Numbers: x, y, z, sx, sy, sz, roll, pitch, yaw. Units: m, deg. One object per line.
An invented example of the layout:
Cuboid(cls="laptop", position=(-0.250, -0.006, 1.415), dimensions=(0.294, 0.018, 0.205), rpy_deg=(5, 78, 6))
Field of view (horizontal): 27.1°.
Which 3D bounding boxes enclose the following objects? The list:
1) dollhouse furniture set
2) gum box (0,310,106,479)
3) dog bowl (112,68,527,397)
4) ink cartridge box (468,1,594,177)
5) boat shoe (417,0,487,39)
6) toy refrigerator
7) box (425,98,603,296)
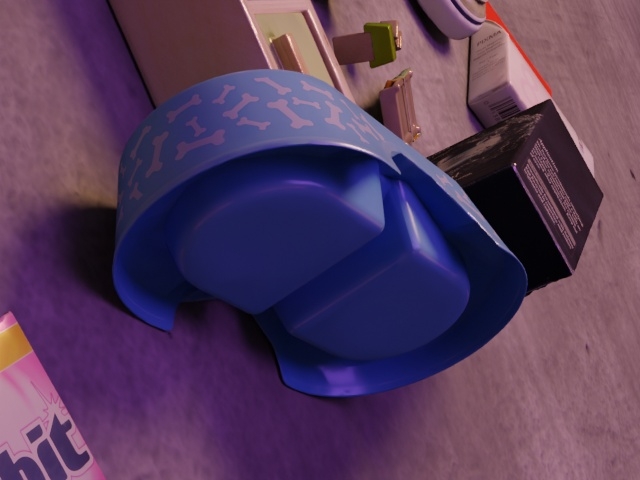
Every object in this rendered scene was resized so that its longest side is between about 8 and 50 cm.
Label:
Cuboid(cls="dollhouse furniture set", position=(0.041, -0.146, 1.109), dimensions=(0.076, 0.059, 0.151), rpy_deg=(-54, 136, -68))
Cuboid(cls="gum box", position=(-0.158, 0.109, 0.502), dimensions=(0.107, 0.062, 0.188), rpy_deg=(64, 27, -6))
Cuboid(cls="dog bowl", position=(0.000, 0.000, 0.779), dimensions=(0.297, 0.166, 0.074), rpy_deg=(30, 33, -49))
Cuboid(cls="ink cartridge box", position=(0.227, -0.162, 1.424), dimensions=(0.189, 0.066, 0.232), rpy_deg=(48, 36, -31))
Cuboid(cls="boat shoe", position=(0.104, -0.347, 1.301), dimensions=(0.109, 0.094, 0.302), rpy_deg=(-16, 83, -63))
Cuboid(cls="toy refrigerator", position=(-0.069, -0.164, 0.846), dimensions=(0.102, 0.094, 0.269), rpy_deg=(-23, 89, -63))
Cuboid(cls="box", position=(0.111, -0.014, 0.984), dimensions=(0.093, 0.156, 0.158), rpy_deg=(60, 27, -10))
